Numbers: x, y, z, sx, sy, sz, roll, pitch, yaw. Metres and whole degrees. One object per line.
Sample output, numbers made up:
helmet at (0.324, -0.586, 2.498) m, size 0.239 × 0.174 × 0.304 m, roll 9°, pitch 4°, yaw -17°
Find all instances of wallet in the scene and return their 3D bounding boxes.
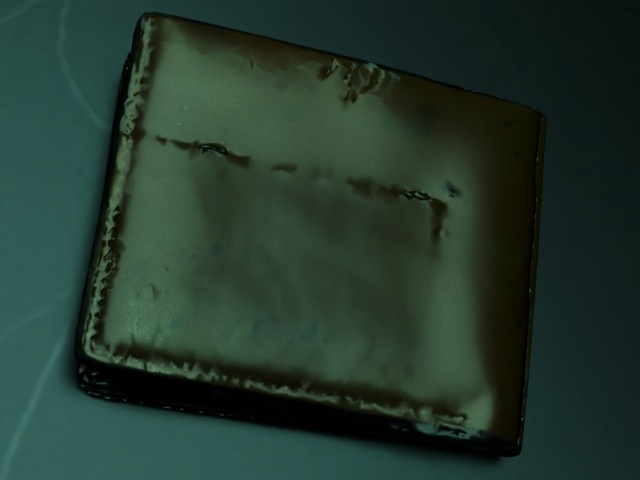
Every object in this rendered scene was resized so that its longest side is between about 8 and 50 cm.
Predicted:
wallet at (-0.001, 0.000, 0.782) m, size 0.195 × 0.042 × 0.161 m, roll 10°, pitch 77°, yaw -13°
